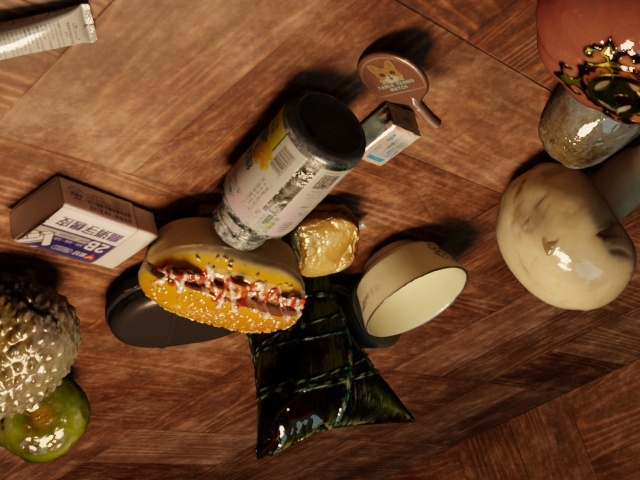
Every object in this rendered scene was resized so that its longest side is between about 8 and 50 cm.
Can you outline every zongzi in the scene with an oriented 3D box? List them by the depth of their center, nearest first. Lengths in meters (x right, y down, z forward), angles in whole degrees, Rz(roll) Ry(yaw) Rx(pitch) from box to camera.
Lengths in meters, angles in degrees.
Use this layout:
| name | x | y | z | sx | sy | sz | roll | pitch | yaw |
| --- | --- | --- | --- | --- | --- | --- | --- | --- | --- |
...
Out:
| name | x | y | z | sx | sy | sz | roll | pitch | yaw |
| --- | --- | --- | --- | --- | --- | --- | --- | --- | --- |
| zongzi | 0.024 | 0.261 | 1.975 | 0.362 | 0.383 | 0.319 | 7 | 151 | -26 |

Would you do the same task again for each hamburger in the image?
| name | x | y | z | sx | sy | sz | roll | pitch | yaw |
| --- | --- | --- | --- | --- | --- | --- | --- | --- | --- |
| hamburger | -0.170 | 0.075 | 1.669 | 0.295 | 0.151 | 0.227 | 13 | 149 | -24 |
| hamburger | 0.000 | 0.000 | 1.760 | 0.147 | 0.083 | 0.138 | -8 | 124 | -6 |

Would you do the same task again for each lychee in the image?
| name | x | y | z | sx | sy | sz | roll | pitch | yaw |
| --- | --- | --- | --- | --- | --- | --- | --- | --- | --- |
| lychee | -0.547 | 0.177 | 1.655 | 0.255 | 0.274 | 0.255 | 14 | 161 | 5 |

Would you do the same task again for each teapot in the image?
| name | x | y | z | sx | sy | sz | roll | pitch | yaw |
| --- | --- | --- | --- | --- | --- | --- | --- | --- | --- |
| teapot | 0.067 | 0.167 | 2.098 | 0.149 | 0.162 | 0.239 | -24 | 130 | 40 |

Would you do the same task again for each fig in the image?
| name | x | y | z | sx | sy | sz | roll | pitch | yaw |
| --- | --- | --- | --- | --- | --- | --- | --- | --- | --- |
| fig | -0.613 | 0.373 | 2.097 | 0.206 | 0.206 | 0.275 | -8 | 180 | -15 |

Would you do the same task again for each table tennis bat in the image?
| name | x | y | z | sx | sy | sz | roll | pitch | yaw |
| --- | --- | --- | --- | --- | --- | --- | --- | --- | --- |
| table tennis bat | 0.141 | -0.265 | 1.446 | 0.108 | 0.119 | 0.170 | -7 | 142 | 44 |

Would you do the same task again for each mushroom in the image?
| name | x | y | z | sx | sy | sz | roll | pitch | yaw |
| --- | --- | --- | --- | --- | --- | --- | --- | --- | --- |
| mushroom | 0.512 | -0.038 | 1.832 | 0.336 | 0.314 | 0.314 | -37 | 153 | -4 |

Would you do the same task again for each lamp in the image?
| name | x | y | z | sx | sy | sz | roll | pitch | yaw |
| --- | --- | --- | --- | --- | --- | --- | --- | --- | --- |
| lamp | 0.449 | -0.295 | 1.300 | 0.305 | 0.239 | 0.305 | 28 | 165 | 8 |

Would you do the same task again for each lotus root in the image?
| name | x | y | z | sx | sy | sz | roll | pitch | yaw |
| --- | --- | --- | --- | --- | --- | --- | --- | --- | --- |
| lotus root | 0.488 | -0.238 | 1.543 | 0.158 | 0.139 | 0.322 | 4 | 144 | -34 |

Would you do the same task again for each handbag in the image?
| name | x | y | z | sx | sy | sz | roll | pitch | yaw |
| --- | --- | --- | --- | --- | --- | --- | --- | --- | --- |
| handbag | -0.264 | 0.123 | 1.868 | 0.308 | 0.093 | 0.253 | -7 | 152 | -17 |

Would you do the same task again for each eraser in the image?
| name | x | y | z | sx | sy | sz | roll | pitch | yaw |
| --- | --- | --- | --- | --- | --- | --- | --- | --- | --- |
| eraser | -0.381 | -0.023 | 1.553 | 0.124 | 0.068 | 0.210 | -32 | 150 | 24 |

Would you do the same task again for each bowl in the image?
| name | x | y | z | sx | sy | sz | roll | pitch | yaw |
| --- | --- | --- | --- | --- | --- | --- | --- | --- | --- |
| bowl | 0.172 | 0.083 | 1.967 | 0.238 | 0.126 | 0.237 | -24 | 153 | -13 |

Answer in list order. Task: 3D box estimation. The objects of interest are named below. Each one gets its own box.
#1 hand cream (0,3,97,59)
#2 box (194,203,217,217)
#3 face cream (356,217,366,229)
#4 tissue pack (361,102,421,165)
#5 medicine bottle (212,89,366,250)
| name | x | y | z | sx | sy | sz | roll | pitch | yaw |
| --- | --- | --- | --- | --- | --- | --- | --- | --- | --- |
| hand cream | -0.374 | -0.247 | 1.167 | 0.195 | 0.042 | 0.067 | -16 | 146 | -12 |
| box | -0.192 | -0.018 | 1.718 | 0.087 | 0.023 | 0.155 | -6 | 152 | -25 |
| face cream | 0.023 | -0.016 | 1.825 | 0.130 | 0.034 | 0.034 | -17 | 153 | 3 |
| tissue pack | 0.104 | -0.170 | 1.547 | 0.074 | 0.058 | 0.094 | 16 | 139 | -43 |
| medicine bottle | -0.062 | -0.097 | 1.505 | 0.141 | 0.141 | 0.293 | 5 | 146 | -35 |
